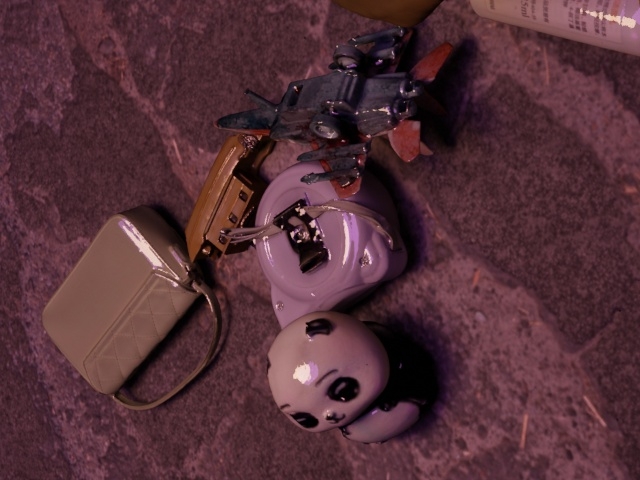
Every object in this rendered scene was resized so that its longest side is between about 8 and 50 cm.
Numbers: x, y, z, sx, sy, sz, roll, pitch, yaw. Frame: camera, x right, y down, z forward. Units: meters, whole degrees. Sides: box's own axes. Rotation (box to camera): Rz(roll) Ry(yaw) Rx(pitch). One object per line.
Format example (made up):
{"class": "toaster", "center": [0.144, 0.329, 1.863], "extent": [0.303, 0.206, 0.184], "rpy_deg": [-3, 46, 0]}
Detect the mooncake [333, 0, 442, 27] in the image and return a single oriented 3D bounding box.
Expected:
{"class": "mooncake", "center": [0.067, -0.435, 1.493], "extent": [0.393, 0.246, 0.394], "rpy_deg": [-59, 17, 20]}

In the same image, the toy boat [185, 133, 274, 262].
{"class": "toy boat", "center": [-0.101, -0.053, 1.898], "extent": [0.077, 0.057, 0.200], "rpy_deg": [39, 117, 26]}

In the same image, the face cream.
{"class": "face cream", "center": [0.272, -0.230, 1.540], "extent": [0.269, 0.082, 0.082], "rpy_deg": [23, 108, 37]}

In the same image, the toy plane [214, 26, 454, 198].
{"class": "toy plane", "center": [-0.005, -0.146, 1.746], "extent": [0.326, 0.104, 0.222], "rpy_deg": [3, 63, 34]}

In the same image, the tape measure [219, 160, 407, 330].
{"class": "tape measure", "center": [-0.003, -0.002, 1.786], "extent": [0.196, 0.105, 0.178], "rpy_deg": [-43, 66, 36]}

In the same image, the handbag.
{"class": "handbag", "center": [-0.232, 0.101, 2.019], "extent": [0.219, 0.079, 0.256], "rpy_deg": [50, 124, 13]}

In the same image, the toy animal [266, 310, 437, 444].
{"class": "toy animal", "center": [0.020, 0.156, 1.742], "extent": [0.166, 0.179, 0.138], "rpy_deg": [-38, 55, 29]}
